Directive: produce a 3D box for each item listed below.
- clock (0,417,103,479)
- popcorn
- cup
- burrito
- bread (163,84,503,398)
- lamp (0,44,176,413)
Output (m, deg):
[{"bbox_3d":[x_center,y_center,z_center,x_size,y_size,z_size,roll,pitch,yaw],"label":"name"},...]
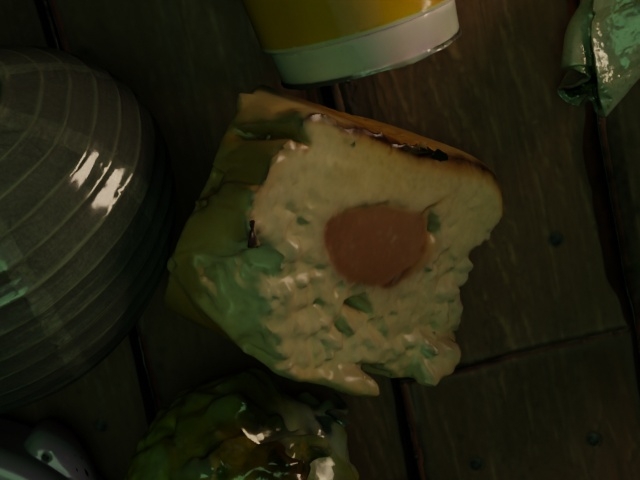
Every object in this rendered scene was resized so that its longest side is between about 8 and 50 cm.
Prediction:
[{"bbox_3d":[-0.261,0.239,0.842,0.248,0.090,0.228,31,101,-7],"label":"clock"},{"bbox_3d":[-0.037,0.193,0.772,0.198,0.212,0.198,-9,106,-35],"label":"popcorn"},{"bbox_3d":[-0.005,-0.249,0.697,0.196,0.196,0.280,-16,108,4],"label":"cup"},{"bbox_3d":[0.210,-0.150,0.779,0.074,0.044,0.118,33,98,-3],"label":"burrito"},{"bbox_3d":[0.010,0.004,0.728,0.224,0.211,0.184,18,94,2],"label":"bread"},{"bbox_3d":[-0.214,0.000,0.717,0.233,0.265,0.233,13,142,10],"label":"lamp"}]
